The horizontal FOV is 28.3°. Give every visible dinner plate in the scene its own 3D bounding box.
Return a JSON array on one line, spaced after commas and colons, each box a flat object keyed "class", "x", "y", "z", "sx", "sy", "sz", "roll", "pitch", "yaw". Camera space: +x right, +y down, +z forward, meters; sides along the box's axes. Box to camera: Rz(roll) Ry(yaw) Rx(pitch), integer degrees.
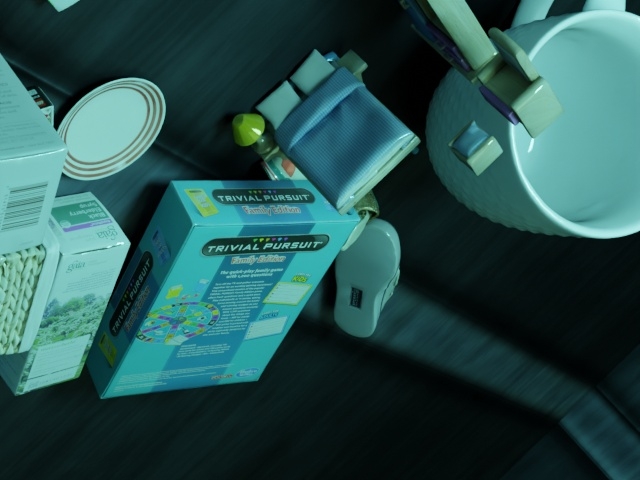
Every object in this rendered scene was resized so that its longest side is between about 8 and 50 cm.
[{"class": "dinner plate", "x": -0.236, "y": -0.126, "z": 1.406, "sx": 0.141, "sy": 0.017, "sz": 0.141, "roll": -30, "pitch": 150, "yaw": -19}]

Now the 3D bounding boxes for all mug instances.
[{"class": "mug", "x": 0.298, "y": -0.194, "z": 1.666, "sx": 0.276, "sy": 0.328, "sz": 0.374, "roll": 15, "pitch": 87, "yaw": -21}]

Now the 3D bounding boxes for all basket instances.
[{"class": "basket", "x": -0.365, "y": 0.037, "z": 1.379, "sx": 0.103, "sy": 0.113, "sz": 0.167, "roll": -9, "pitch": 138, "yaw": -38}]

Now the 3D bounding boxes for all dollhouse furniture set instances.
[{"class": "dollhouse furniture set", "x": 0.049, "y": -0.168, "z": 1.434, "sx": 0.303, "sy": 0.286, "sz": 0.198, "roll": -42, "pitch": 139, "yaw": 4}]

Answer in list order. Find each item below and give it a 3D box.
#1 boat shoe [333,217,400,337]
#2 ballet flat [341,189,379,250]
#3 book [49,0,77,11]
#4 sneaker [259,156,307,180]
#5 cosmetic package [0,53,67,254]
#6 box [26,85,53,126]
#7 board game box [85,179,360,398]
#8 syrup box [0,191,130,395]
[{"class": "boat shoe", "x": 0.081, "y": 0.043, "z": 1.944, "sx": 0.268, "sy": 0.096, "sz": 0.088, "roll": 93, "pitch": 22, "yaw": -50}, {"class": "ballet flat", "x": 0.000, "y": 0.000, "z": 1.807, "sx": 0.206, "sy": 0.067, "sz": 0.073, "roll": -42, "pitch": 151, "yaw": 2}, {"class": "book", "x": -0.242, "y": -0.283, "z": 1.170, "sx": 0.096, "sy": 0.035, "sz": 0.144, "roll": -37, "pitch": 151, "yaw": -1}, {"class": "sneaker", "x": -0.015, "y": -0.084, "z": 1.685, "sx": 0.075, "sy": 0.057, "sz": 0.161, "roll": -39, "pitch": 149, "yaw": 8}, {"class": "cosmetic package", "x": -0.318, "y": -0.105, "z": 1.114, "sx": 0.085, "sy": 0.231, "sz": 0.117, "roll": -14, "pitch": 141, "yaw": -40}, {"class": "box", "x": -0.372, "y": -0.077, "z": 1.289, "sx": 0.207, "sy": 0.036, "sz": 0.114, "roll": -24, "pitch": 147, "yaw": -29}, {"class": "board game box", "x": -0.134, "y": 0.064, "z": 1.662, "sx": 0.253, "sy": 0.079, "sz": 0.336, "roll": -2, "pitch": 138, "yaw": -38}, {"class": "syrup box", "x": -0.315, "y": 0.063, "z": 1.487, "sx": 0.093, "sy": 0.096, "sz": 0.237, "roll": -14, "pitch": 141, "yaw": -43}]
